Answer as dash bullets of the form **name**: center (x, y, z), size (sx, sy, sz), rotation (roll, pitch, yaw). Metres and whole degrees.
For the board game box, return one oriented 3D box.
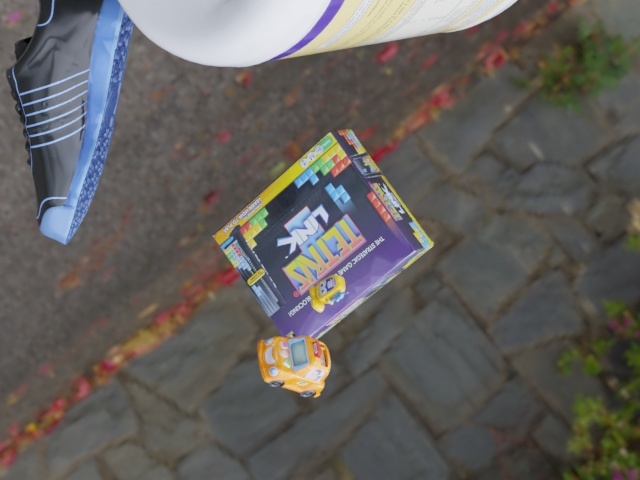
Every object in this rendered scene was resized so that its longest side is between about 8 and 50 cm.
- **board game box**: center (0.000, 0.000, 1.398), size (0.170, 0.141, 0.048), rotation (-41, 167, 27)

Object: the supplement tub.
- **supplement tub**: center (0.027, -0.258, 1.035), size (0.331, 0.241, 0.241), rotation (-16, 155, -43)

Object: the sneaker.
- **sneaker**: center (-0.223, -0.114, 1.241), size (0.081, 0.091, 0.232), rotation (-69, 174, -74)

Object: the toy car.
- **toy car**: center (-0.010, 0.058, 1.057), size (0.040, 0.060, 0.122), rotation (-33, -146, 33)
